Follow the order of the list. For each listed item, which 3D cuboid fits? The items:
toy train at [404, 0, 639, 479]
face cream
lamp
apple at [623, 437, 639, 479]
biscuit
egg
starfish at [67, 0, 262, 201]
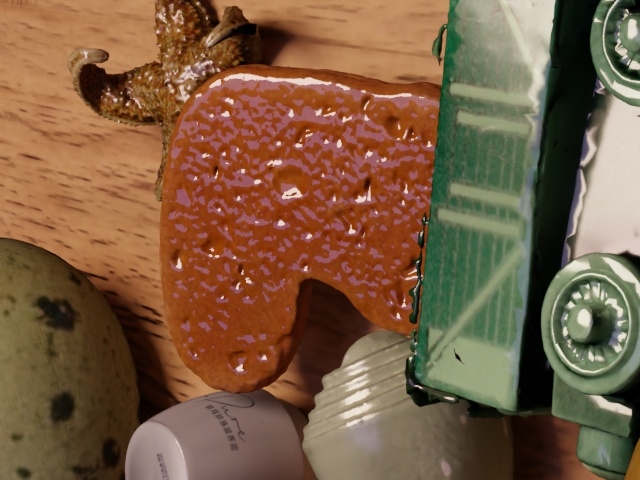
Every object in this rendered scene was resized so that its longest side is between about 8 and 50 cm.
[{"bbox_3d":[0.124,-0.030,0.848,0.154,0.115,0.269,15,104,44],"label":"toy train"},{"bbox_3d":[-0.055,0.130,1.090,0.091,0.095,0.091,4,95,52],"label":"face cream"},{"bbox_3d":[0.059,0.136,0.954,0.106,0.106,0.193,-28,79,48],"label":"lamp"},{"bbox_3d":[0.213,0.124,0.649,0.194,0.261,0.260,-27,70,61],"label":"apple"},{"bbox_3d":[0.000,0.000,1.025,0.192,0.036,0.186,9,106,27],"label":"biscuit"},{"bbox_3d":[-0.199,0.107,1.205,0.177,0.177,0.228,-35,78,46],"label":"egg"},{"bbox_3d":[-0.075,-0.088,1.121,0.190,0.074,0.146,53,129,29],"label":"starfish"}]
